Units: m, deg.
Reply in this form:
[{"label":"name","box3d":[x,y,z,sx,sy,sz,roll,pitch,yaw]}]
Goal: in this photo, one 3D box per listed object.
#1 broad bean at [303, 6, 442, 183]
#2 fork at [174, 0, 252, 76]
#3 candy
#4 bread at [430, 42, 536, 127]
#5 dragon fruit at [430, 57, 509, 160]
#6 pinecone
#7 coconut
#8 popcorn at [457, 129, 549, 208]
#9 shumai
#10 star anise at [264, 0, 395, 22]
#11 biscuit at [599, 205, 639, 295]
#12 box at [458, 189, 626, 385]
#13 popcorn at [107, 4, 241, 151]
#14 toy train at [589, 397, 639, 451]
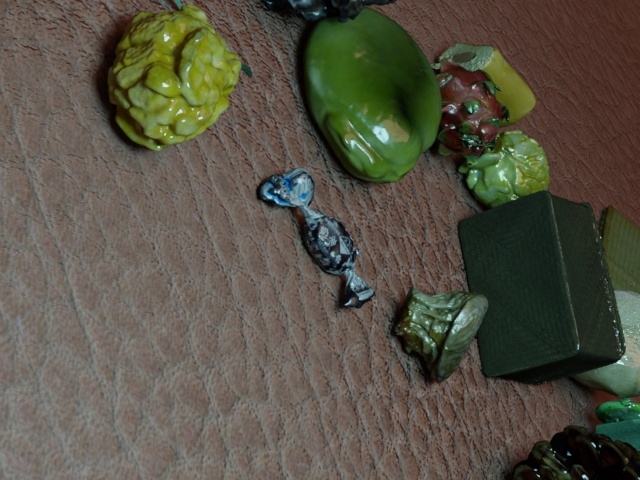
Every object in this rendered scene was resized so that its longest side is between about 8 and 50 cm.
[{"label":"broad bean","box3d":[0.079,-0.217,1.741,0.238,0.119,0.291,8,62,-33]},{"label":"fork","box3d":[-0.167,-0.297,1.570,0.235,0.021,0.039,37,49,-32]},{"label":"candy","box3d":[0.000,0.000,1.595,0.226,0.051,0.094,52,50,-15]},{"label":"bread","box3d":[0.279,-0.260,2.000,0.173,0.134,0.085,41,76,-32]},{"label":"dragon fruit","box3d":[0.204,-0.227,1.892,0.135,0.236,0.137,-39,144,-18]},{"label":"pinecone","box3d":[0.403,0.406,1.677,0.296,0.298,0.242,24,82,-28]},{"label":"coconut","box3d":[0.491,0.172,1.983,0.194,0.194,0.194,26,53,-40]},{"label":"popcorn","box3d":[0.313,-0.113,1.948,0.135,0.141,0.162,56,-5,33]},{"label":"shumai","box3d":[0.166,0.119,1.686,0.116,0.145,0.145,28,39,12]},{"label":"star anise","box3d":[0.014,-0.391,1.721,0.109,0.236,0.223,94,6,-51]},{"label":"biscuit","box3d":[0.593,0.063,2.252,0.172,0.029,0.254,37,44,-14]},{"label":"box","box3d":[0.348,0.075,1.852,0.143,0.184,0.273,15,61,-46]},{"label":"popcorn","box3d":[-0.175,-0.207,1.423,0.194,0.140,0.163,-42,109,-53]},{"label":"toy train","box3d":[0.568,0.341,1.940,0.188,0.243,0.132,46,39,-47]}]
